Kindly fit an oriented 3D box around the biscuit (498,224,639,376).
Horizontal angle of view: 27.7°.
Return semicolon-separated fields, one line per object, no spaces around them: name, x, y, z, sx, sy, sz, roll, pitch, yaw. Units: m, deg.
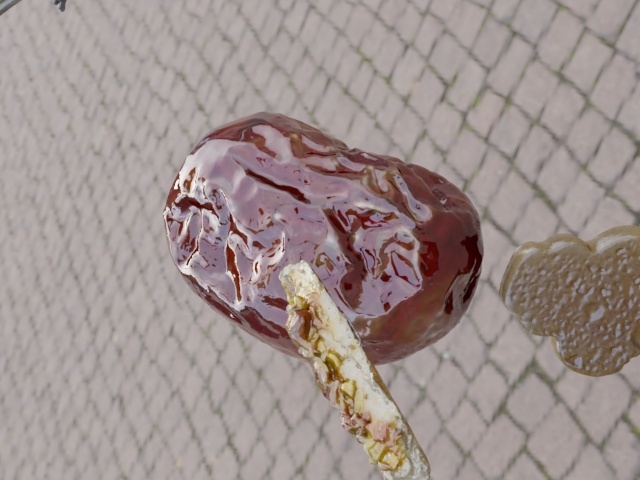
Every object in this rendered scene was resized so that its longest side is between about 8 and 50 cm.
biscuit;0.369;0.069;1.516;0.047;0.320;0.183;-97;0;-66

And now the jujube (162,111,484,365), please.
jujube;0.001;0.002;1.534;0.377;0.276;0.276;27;100;28

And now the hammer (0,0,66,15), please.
hammer;-0.258;-0.155;0.956;0.182;0.017;0.062;-37;74;6

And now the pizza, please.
pizza;0.024;0.128;1.225;0.246;0.058;0.127;58;177;10
